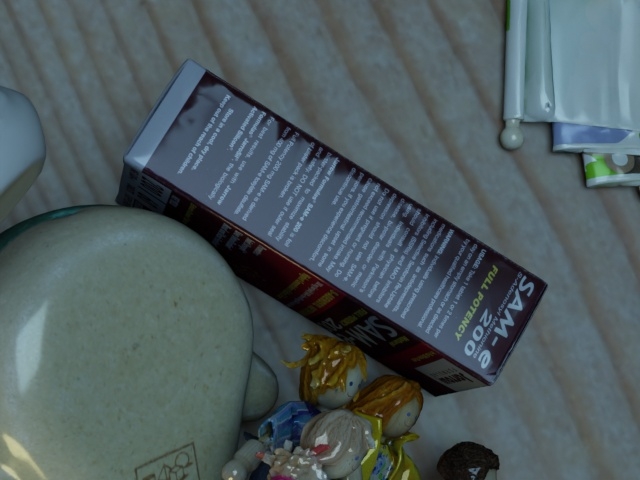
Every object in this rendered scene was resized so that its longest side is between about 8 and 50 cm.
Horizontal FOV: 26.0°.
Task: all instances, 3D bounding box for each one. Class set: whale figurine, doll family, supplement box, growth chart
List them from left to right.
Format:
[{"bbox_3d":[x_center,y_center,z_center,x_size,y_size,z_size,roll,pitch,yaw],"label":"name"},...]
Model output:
[{"bbox_3d":[-0.125,0.113,0.788,0.216,0.141,0.272,-23,109,-36],"label":"whale figurine"},{"bbox_3d":[0.000,0.000,0.819,0.239,0.130,0.073,31,77,-4],"label":"supplement box"},{"bbox_3d":[0.001,0.139,0.773,0.118,0.263,0.163,22,88,32],"label":"doll family"},{"bbox_3d":[0.230,-0.104,0.936,0.237,0.021,0.172,10,79,-9],"label":"growth chart"}]

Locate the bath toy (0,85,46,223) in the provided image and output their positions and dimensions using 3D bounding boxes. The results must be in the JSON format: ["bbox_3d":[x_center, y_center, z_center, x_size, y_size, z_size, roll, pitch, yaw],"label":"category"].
[{"bbox_3d":[-0.259,0.032,0.660,0.129,0.348,0.151,40,36,-3],"label":"bath toy"}]
